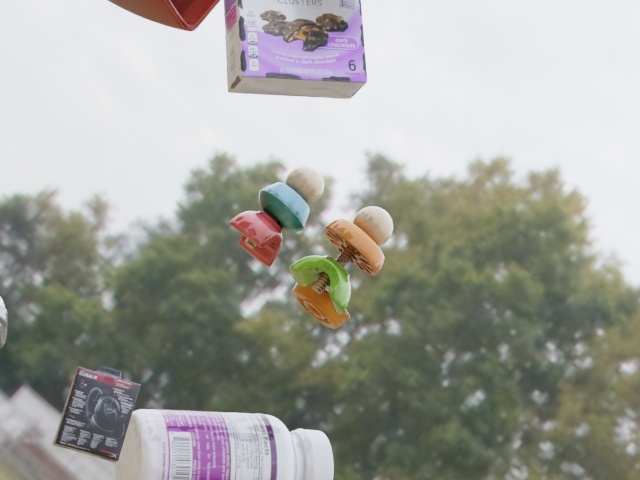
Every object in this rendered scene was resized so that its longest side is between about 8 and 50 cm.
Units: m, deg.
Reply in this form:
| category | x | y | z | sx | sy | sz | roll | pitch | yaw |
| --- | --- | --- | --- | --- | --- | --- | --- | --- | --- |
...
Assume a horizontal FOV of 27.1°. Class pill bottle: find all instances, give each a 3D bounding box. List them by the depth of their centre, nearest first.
| category | x | y | z | sx | sy | sz | roll | pitch | yaw |
| --- | --- | --- | --- | --- | --- | --- | --- | --- | --- |
| pill bottle | -0.141 | 0.340 | 1.977 | 0.301 | 0.169 | 0.169 | 6 | -1 | -22 |

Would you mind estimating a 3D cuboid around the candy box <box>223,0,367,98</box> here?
| category | x | y | z | sx | sy | sz | roll | pitch | yaw |
| --- | --- | --- | --- | --- | --- | --- | --- | --- | --- |
| candy box | -0.035 | -0.284 | 1.669 | 0.165 | 0.196 | 0.070 | 0 | -12 | -19 |

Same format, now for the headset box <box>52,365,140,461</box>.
| category | x | y | z | sx | sy | sz | roll | pitch | yaw |
| --- | --- | --- | --- | --- | --- | --- | --- | --- | --- |
| headset box | -0.209 | 0.160 | 1.247 | 0.062 | 0.083 | 0.032 | 17 | -16 | -12 |

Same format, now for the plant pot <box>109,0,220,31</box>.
| category | x | y | z | sx | sy | sz | roll | pitch | yaw |
| --- | --- | --- | --- | --- | --- | --- | --- | --- | --- |
| plant pot | -0.244 | -0.465 | 1.801 | 0.235 | 0.267 | 0.267 | 8 | -37 | 44 |

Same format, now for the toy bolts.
| category | x | y | z | sx | sy | sz | roll | pitch | yaw |
| --- | --- | --- | --- | --- | --- | --- | --- | --- | --- |
| toy bolts | 0.000 | 0.000 | 1.998 | 0.228 | 0.158 | 0.218 | 38 | -14 | 17 |

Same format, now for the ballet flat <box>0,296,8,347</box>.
| category | x | y | z | sx | sy | sz | roll | pitch | yaw |
| --- | --- | --- | --- | --- | --- | --- | --- | --- | --- |
| ballet flat | -0.504 | 0.113 | 1.996 | 0.072 | 0.068 | 0.213 | 11 | -20 | -10 |
